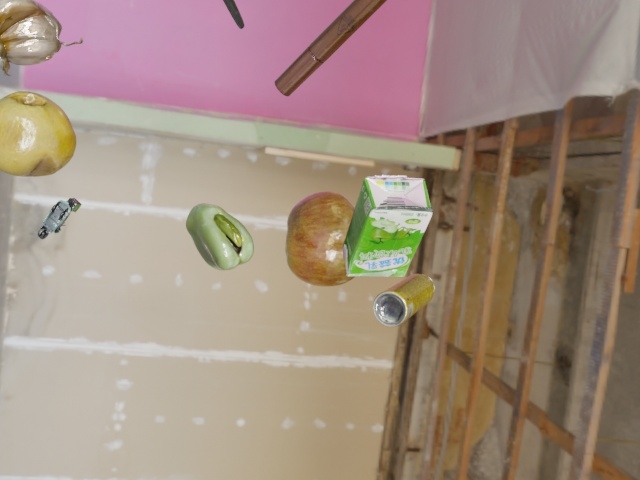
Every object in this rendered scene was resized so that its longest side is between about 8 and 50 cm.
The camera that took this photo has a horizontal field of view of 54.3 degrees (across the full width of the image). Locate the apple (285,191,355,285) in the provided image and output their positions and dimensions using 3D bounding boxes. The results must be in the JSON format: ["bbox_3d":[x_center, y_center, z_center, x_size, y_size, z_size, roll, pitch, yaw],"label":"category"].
[{"bbox_3d":[0.000,0.000,1.928,0.309,0.250,0.277,33,-42,61],"label":"apple"}]

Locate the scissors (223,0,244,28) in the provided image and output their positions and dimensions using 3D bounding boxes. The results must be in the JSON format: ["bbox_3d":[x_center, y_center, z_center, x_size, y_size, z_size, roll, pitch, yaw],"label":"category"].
[{"bbox_3d":[-0.231,-0.597,1.496,0.088,0.017,0.220,-69,152,-25],"label":"scissors"}]

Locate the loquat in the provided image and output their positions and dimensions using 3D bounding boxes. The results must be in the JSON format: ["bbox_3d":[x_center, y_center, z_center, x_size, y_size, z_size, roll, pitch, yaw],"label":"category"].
[{"bbox_3d":[-0.689,-0.241,1.476,0.213,0.213,0.213,-174,-90,-79],"label":"loquat"}]

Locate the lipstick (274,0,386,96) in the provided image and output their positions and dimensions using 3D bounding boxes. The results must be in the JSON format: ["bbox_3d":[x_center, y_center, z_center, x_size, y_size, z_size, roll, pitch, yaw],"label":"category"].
[{"bbox_3d":[0.025,-0.477,1.482,0.357,0.057,0.057,-37,-142,31],"label":"lipstick"}]

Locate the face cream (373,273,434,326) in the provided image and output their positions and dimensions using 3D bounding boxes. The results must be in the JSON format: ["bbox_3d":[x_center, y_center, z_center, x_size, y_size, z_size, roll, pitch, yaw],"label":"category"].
[{"bbox_3d":[0.266,0.166,1.873,0.349,0.105,0.105,-18,120,-63],"label":"face cream"}]

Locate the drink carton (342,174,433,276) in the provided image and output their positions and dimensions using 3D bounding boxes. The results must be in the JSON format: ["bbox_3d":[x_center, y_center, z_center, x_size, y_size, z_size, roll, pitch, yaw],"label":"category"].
[{"bbox_3d":[0.154,-0.026,1.507,0.271,0.161,0.108,105,-18,-48],"label":"drink carton"}]

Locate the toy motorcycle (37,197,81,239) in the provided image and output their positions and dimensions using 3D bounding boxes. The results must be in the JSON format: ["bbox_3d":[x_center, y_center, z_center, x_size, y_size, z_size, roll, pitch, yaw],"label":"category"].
[{"bbox_3d":[-0.920,-0.073,2.184,0.173,0.058,0.100,-50,176,5],"label":"toy motorcycle"}]

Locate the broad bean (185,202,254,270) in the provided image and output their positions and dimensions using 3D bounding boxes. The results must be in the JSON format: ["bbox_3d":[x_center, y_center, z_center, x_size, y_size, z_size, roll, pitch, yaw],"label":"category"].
[{"bbox_3d":[-0.248,-0.008,1.479,0.228,0.100,0.169,-2,-72,53],"label":"broad bean"}]

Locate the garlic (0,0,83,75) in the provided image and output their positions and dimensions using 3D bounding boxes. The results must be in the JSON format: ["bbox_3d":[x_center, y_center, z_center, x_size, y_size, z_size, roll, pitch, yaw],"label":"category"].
[{"bbox_3d":[-0.721,-0.489,1.546,0.207,0.257,0.207,-52,163,-23],"label":"garlic"}]
